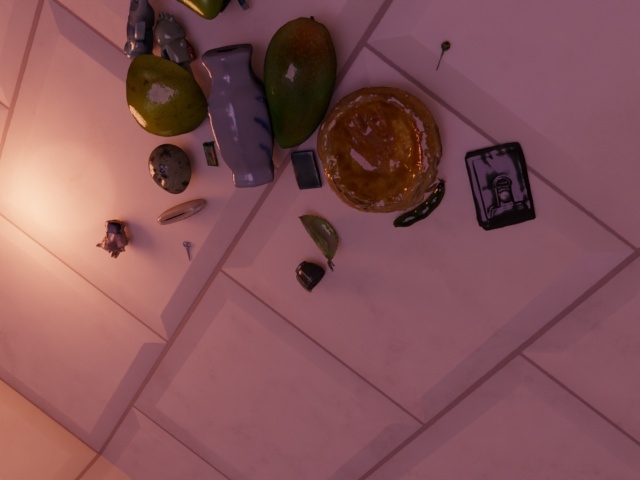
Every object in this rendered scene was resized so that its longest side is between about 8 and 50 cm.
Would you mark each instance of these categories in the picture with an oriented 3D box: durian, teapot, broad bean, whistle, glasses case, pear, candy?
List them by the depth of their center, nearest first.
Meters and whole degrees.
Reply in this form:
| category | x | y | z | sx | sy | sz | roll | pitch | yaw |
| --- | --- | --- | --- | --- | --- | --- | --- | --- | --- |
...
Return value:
| category | x | y | z | sx | sy | sz | roll | pitch | yaw |
| --- | --- | --- | --- | --- | --- | --- | --- | --- | --- |
| candy | 0.338 | -0.511 | 1.541 | 0.023 | 0.025 | 0.083 | 41 | 136 | 31 |
| broad bean | 0.317 | -0.106 | 1.734 | 0.069 | 0.039 | 0.227 | 37 | 121 | -7 |
| whistle | -0.565 | -0.670 | 1.735 | 0.093 | 0.180 | 0.269 | -3 | 143 | -21 |
| whistle | -0.450 | -0.594 | 1.747 | 0.106 | 0.102 | 0.253 | -24 | 101 | -14 |
| pear | -0.481 | -0.434 | 1.766 | 0.239 | 0.139 | 0.288 | 4 | 133 | 22 |
| durian | 0.000 | 0.000 | 1.868 | 0.086 | 0.100 | 0.215 | -33 | 93 | 34 |
| teapot | -0.050 | 0.127 | 1.960 | 0.091 | 0.092 | 0.124 | 41 | 117 | 17 |
| glasses case | -0.510 | -0.103 | 2.024 | 0.204 | 0.081 | 0.051 | -16 | 110 | 28 |

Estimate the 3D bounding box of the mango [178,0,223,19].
| category | x | y | z | sx | sy | sz | roll | pitch | yaw |
| --- | --- | --- | --- | --- | --- | --- | --- | --- | --- |
| mango | -0.382 | -0.769 | 1.573 | 0.192 | 0.156 | 0.343 | -41 | 73 | 38 |

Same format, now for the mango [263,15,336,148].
| category | x | y | z | sx | sy | sz | roll | pitch | yaw |
| --- | --- | --- | --- | --- | --- | --- | --- | --- | --- |
| mango | -0.066 | -0.443 | 1.603 | 0.201 | 0.225 | 0.382 | 17 | 121 | 8 |

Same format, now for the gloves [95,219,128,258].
| category | x | y | z | sx | sy | sz | roll | pitch | yaw |
| --- | --- | --- | --- | --- | --- | --- | --- | --- | --- |
| gloves | -0.805 | -0.011 | 2.174 | 0.110 | 0.094 | 0.144 | 22 | 100 | -18 |

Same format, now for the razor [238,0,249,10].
| category | x | y | z | sx | sy | sz | roll | pitch | yaw |
| --- | --- | --- | --- | --- | --- | --- | --- | --- | --- |
| razor | -0.255 | -0.760 | 1.597 | 0.068 | 0.037 | 0.191 | -12 | 109 | 27 |

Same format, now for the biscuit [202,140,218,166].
| category | x | y | z | sx | sy | sz | roll | pitch | yaw |
| --- | --- | --- | --- | --- | --- | --- | --- | --- | --- |
| biscuit | -0.380 | -0.296 | 1.916 | 0.046 | 0.016 | 0.089 | 0 | 115 | 21 |

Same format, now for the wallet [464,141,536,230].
| category | x | y | z | sx | sy | sz | roll | pitch | yaw |
| --- | --- | --- | --- | --- | --- | --- | --- | --- | --- |
| wallet | 0.524 | -0.156 | 1.628 | 0.168 | 0.052 | 0.245 | -11 | 108 | 21 |

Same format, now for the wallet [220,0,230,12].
| category | x | y | z | sx | sy | sz | roll | pitch | yaw |
| --- | --- | --- | --- | --- | --- | --- | --- | --- | --- |
| wallet | -0.271 | -0.799 | 1.623 | 0.124 | 0.025 | 0.244 | 48 | 124 | -4 |

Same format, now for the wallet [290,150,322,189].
| category | x | y | z | sx | sy | sz | roll | pitch | yaw |
| --- | --- | --- | --- | --- | --- | --- | --- | --- | --- |
| wallet | -0.046 | -0.231 | 1.817 | 0.088 | 0.026 | 0.129 | -3 | 115 | 26 |

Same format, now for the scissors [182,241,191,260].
| category | x | y | z | sx | sy | sz | roll | pitch | yaw |
| --- | --- | --- | --- | --- | --- | --- | --- | --- | --- |
| scissors | -0.511 | 0.042 | 2.138 | 0.036 | 0.006 | 0.083 | 7 | 117 | 20 |

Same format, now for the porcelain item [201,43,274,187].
| category | x | y | z | sx | sy | sz | roll | pitch | yaw |
| --- | --- | --- | --- | --- | --- | --- | --- | --- | --- |
| porcelain item | -0.238 | -0.377 | 1.698 | 0.178 | 0.242 | 0.405 | -10 | 118 | 1 |

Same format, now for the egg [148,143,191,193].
| category | x | y | z | sx | sy | sz | roll | pitch | yaw |
| --- | --- | --- | --- | --- | --- | --- | --- | --- | --- |
| egg | -0.519 | -0.246 | 1.922 | 0.141 | 0.141 | 0.181 | -1 | 123 | 21 |

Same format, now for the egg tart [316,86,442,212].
| category | x | y | z | sx | sy | sz | roll | pitch | yaw |
| --- | --- | --- | --- | --- | --- | --- | --- | --- | --- |
| egg tart | 0.179 | -0.266 | 1.635 | 0.388 | 0.169 | 0.388 | 9 | 115 | 19 |
